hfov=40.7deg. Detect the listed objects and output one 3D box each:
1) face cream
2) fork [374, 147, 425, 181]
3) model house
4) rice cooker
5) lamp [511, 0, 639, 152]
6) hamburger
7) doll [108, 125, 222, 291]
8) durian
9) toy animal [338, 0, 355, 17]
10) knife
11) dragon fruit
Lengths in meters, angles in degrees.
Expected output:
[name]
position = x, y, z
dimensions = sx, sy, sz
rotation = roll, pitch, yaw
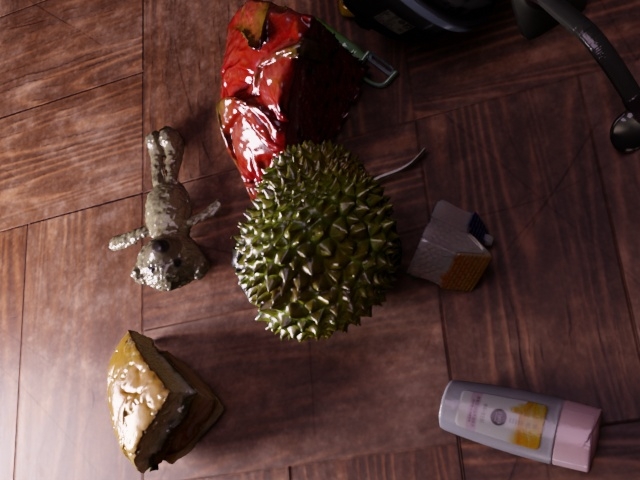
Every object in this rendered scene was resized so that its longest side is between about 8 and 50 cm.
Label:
[face cream]
position = 0.255, 0.234, 1.111
dimensions = 0.198, 0.057, 0.084
rotation = 8, 76, 27
[fork]
position = 0.065, -0.087, 1.328
dimensions = 0.219, 0.034, 0.028
rotation = -31, 70, 11
[model house]
position = 0.188, 0.012, 1.216
dimensions = 0.100, 0.088, 0.101
rotation = 22, 47, 6
[rice cooker]
position = 0.146, -0.428, 1.282
dimensions = 0.224, 0.267, 0.267
rotation = -9, 65, 52
[lamp]
position = 0.419, -0.294, 1.200
dimensions = 0.203, 0.124, 0.283
rotation = -32, 64, -1
[hamburger]
position = -0.271, 0.230, 1.304
dimensions = 0.155, 0.135, 0.207
rotation = -46, 58, 1
[doll]
position = -0.247, -0.055, 1.435
dimensions = 0.202, 0.091, 0.286
rotation = 14, 67, 16
[durian]
position = 0.003, 0.000, 1.192
dimensions = 0.224, 0.291, 0.291
rotation = 7, 74, 16
[toy animal]
position = 0.066, -0.432, 1.426
dimensions = 0.091, 0.082, 0.114
rotation = -1, 70, 22
[knife]
position = 0.041, -0.312, 1.433
dimensions = 0.212, 0.015, 0.054
rotation = 43, 100, 29
[dragon fruit]
position = -0.042, -0.200, 1.348
dimensions = 0.240, 0.302, 0.330
rotation = 3, 90, -4
